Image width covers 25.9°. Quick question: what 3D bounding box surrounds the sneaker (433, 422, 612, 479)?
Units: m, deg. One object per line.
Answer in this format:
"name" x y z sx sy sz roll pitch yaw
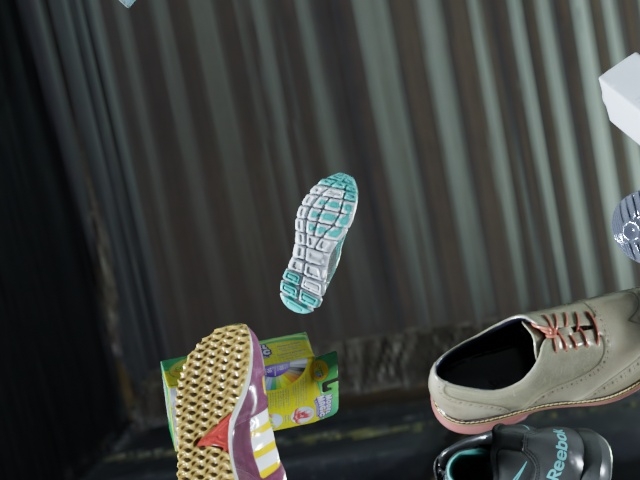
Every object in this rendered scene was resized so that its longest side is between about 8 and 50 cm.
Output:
"sneaker" 0.134 0.209 1.183 0.106 0.101 0.267 18 147 -19

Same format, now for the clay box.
"clay box" -0.089 0.193 1.797 0.222 0.127 0.053 -11 -138 -12

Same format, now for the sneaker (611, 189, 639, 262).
"sneaker" 0.499 -0.031 1.591 0.319 0.112 0.131 -7 -176 35

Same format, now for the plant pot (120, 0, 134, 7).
"plant pot" -0.266 -0.495 1.763 0.252 0.247 0.248 -43 167 2

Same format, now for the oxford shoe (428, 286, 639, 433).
"oxford shoe" 0.294 0.131 1.645 0.348 0.123 0.130 -24 152 0

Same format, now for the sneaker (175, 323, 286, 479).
"sneaker" -0.065 0.157 1.070 0.069 0.185 0.084 -12 146 27

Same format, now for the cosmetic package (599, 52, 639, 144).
"cosmetic package" 0.558 -0.191 2.235 0.085 0.117 0.231 -35 -129 -4

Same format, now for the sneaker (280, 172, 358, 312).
"sneaker" 0.000 0.000 1.603 0.065 0.166 0.076 23 -172 8
